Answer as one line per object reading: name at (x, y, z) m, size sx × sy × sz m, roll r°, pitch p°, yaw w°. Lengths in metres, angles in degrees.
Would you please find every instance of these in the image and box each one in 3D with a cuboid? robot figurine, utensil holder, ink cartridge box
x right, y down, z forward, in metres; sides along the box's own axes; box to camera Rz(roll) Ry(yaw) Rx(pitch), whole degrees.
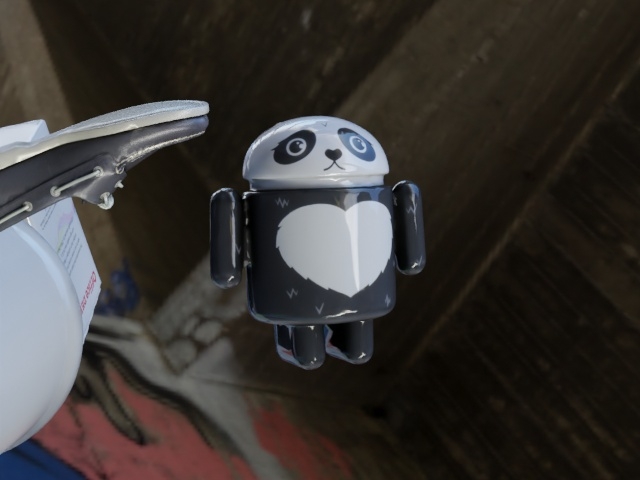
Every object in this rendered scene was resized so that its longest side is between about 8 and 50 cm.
robot figurine at (-0.001, 0.000, 1.389) m, size 0.174 × 0.209 × 0.278 m, roll 0°, pitch -86°, yaw 31°
utensil holder at (-0.471, 0.130, 1.330) m, size 0.328 × 0.385 × 0.327 m, roll 1°, pitch -83°, yaw 7°
ink cartridge box at (-0.415, 0.000, 1.742) m, size 0.117 × 0.278 × 0.201 m, roll -12°, pitch -155°, yaw 6°

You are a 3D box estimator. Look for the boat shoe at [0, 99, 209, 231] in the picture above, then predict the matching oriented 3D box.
boat shoe at (-0.177, -0.054, 0.933) m, size 0.075 × 0.206 × 0.065 m, roll -116°, pitch -170°, yaw -76°
